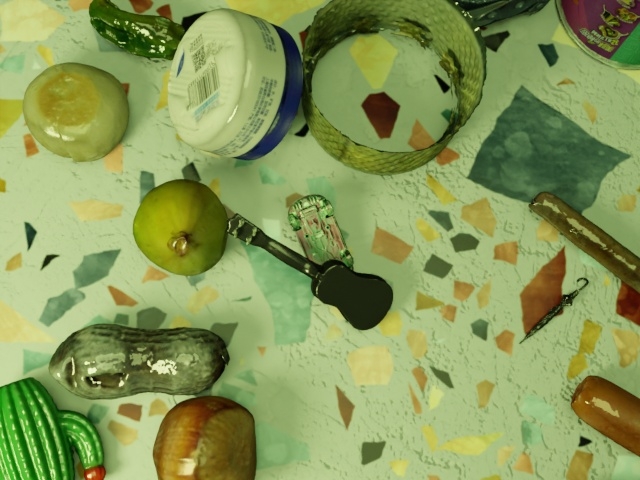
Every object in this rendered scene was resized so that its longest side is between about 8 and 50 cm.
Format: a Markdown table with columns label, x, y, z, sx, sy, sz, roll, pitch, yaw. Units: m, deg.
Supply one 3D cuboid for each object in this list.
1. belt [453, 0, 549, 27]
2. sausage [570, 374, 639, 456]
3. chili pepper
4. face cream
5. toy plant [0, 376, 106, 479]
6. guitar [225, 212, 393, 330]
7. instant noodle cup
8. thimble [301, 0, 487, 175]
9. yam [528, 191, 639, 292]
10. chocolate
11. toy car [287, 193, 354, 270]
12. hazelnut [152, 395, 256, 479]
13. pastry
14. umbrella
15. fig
| label | x | y | z | sx | sy | sz | roll | pitch | yaw |
| --- | --- | --- | --- | --- | --- | --- | --- | --- | --- |
| belt | 0.269 | -0.414 | 1.189 | 0.218 | 0.128 | 0.122 | -23 | 78 | -16 |
| sausage | 0.459 | 0.270 | 1.109 | 0.197 | 0.076 | 0.076 | 32 | 79 | 2 |
| chili pepper | -0.264 | -0.322 | 1.178 | 0.203 | 0.072 | 0.073 | 20 | 77 | 1 |
| face cream | -0.130 | -0.224 | 1.093 | 0.111 | 0.205 | 0.206 | 8 | 75 | -41 |
| toy plant | -0.379 | 0.302 | 1.046 | 0.240 | 0.088 | 0.154 | 47 | 65 | -2 |
| guitar | -0.017 | 0.040 | 1.099 | 0.271 | 0.038 | 0.084 | 31 | 94 | -14 |
| instant noodle cup | 0.521 | -0.420 | 1.186 | 0.251 | 0.190 | 0.251 | 1 | 79 | -4 |
| thimble | 0.104 | -0.239 | 1.146 | 0.270 | 0.150 | 0.271 | 1 | 80 | -4 |
| yam | 0.434 | 0.011 | 1.171 | 0.264 | 0.046 | 0.046 | 38 | 79 | 3 |
| chocolate | -0.252 | 0.170 | 1.070 | 0.247 | 0.110 | 0.110 | 4 | 79 | -6 |
| toy car | 0.000 | 0.000 | 1.141 | 0.069 | 0.055 | 0.142 | -23 | 103 | -4 |
| hazelnut | -0.159 | 0.291 | 1.047 | 0.150 | 0.150 | 0.150 | 1 | 79 | -3 |
| pastry | -0.365 | -0.196 | 1.141 | 0.156 | 0.092 | 0.157 | 3 | 76 | -10 |
| umbrella | 0.359 | 0.109 | 1.161 | 0.149 | 0.022 | 0.022 | -45 | 43 | -10 |
| fig | -0.200 | -0.017 | 1.105 | 0.136 | 0.121 | 0.153 | -35 | 60 | -4 |
